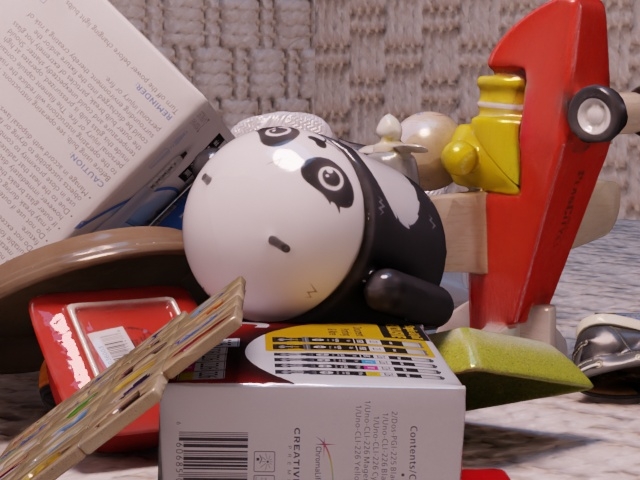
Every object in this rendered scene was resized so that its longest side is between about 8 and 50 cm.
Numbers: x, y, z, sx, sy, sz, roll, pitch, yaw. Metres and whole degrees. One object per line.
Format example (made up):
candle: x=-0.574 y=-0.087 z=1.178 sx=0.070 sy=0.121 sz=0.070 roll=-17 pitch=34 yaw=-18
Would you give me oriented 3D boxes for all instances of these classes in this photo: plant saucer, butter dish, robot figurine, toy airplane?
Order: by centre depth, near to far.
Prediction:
robot figurine: x=0.003 y=-0.001 z=1.546 sx=0.209 sy=0.173 sz=0.278 roll=-11 pitch=-17 yaw=28
butter dish: x=-0.173 y=0.128 z=1.561 sx=0.160 sy=0.118 sz=0.160 roll=-3 pitch=48 yaw=-31
plant saucer: x=0.113 y=0.115 z=1.582 sx=0.188 sy=0.045 sz=0.188 roll=-14 pitch=-17 yaw=38
plant saucer: x=-0.219 y=0.054 z=1.657 sx=0.278 sy=0.041 sz=0.278 roll=-16 pitch=-18 yaw=-5
toy airplane: x=0.182 y=-0.035 z=1.901 sx=0.272 sy=0.384 sz=0.386 roll=29 pitch=-22 yaw=31

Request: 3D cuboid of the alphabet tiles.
alphabet tiles: x=-0.166 y=0.124 z=1.222 sx=0.285 sy=0.011 sz=0.342 roll=-37 pitch=5 yaw=2

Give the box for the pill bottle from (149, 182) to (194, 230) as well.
pill bottle: x=-0.149 y=0.030 z=1.995 sx=0.221 sy=0.124 sz=0.124 roll=-47 pitch=20 yaw=-12

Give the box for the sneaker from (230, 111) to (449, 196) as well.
sneaker: x=0.014 y=-0.078 z=2.176 sx=0.269 sy=0.101 sz=0.153 roll=10 pitch=-14 yaw=-6

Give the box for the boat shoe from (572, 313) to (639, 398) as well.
boat shoe: x=0.365 y=0.135 z=1.776 sx=0.233 sy=0.084 sz=0.079 roll=8 pitch=45 yaw=9

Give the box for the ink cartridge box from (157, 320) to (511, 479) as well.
ink cartridge box: x=0.023 y=0.141 z=1.314 sx=0.272 sy=0.130 sz=0.309 roll=1 pitch=5 yaw=-3

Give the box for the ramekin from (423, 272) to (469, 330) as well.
ramekin: x=0.049 y=0.026 z=2.125 sx=0.273 sy=0.127 sz=0.273 roll=2 pitch=-12 yaw=0

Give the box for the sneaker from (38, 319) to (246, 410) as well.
sneaker: x=-0.131 y=0.134 z=1.685 sx=0.262 sy=0.099 sz=0.121 roll=-5 pitch=-21 yaw=12

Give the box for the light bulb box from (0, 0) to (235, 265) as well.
light bulb box: x=-0.303 y=-0.075 z=1.880 sx=0.225 sy=0.361 sz=0.358 roll=45 pitch=0 yaw=4

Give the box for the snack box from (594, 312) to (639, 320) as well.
snack box: x=0.396 y=0.109 z=2.117 sx=0.141 sy=0.037 sz=0.100 roll=1 pitch=4 yaw=5
